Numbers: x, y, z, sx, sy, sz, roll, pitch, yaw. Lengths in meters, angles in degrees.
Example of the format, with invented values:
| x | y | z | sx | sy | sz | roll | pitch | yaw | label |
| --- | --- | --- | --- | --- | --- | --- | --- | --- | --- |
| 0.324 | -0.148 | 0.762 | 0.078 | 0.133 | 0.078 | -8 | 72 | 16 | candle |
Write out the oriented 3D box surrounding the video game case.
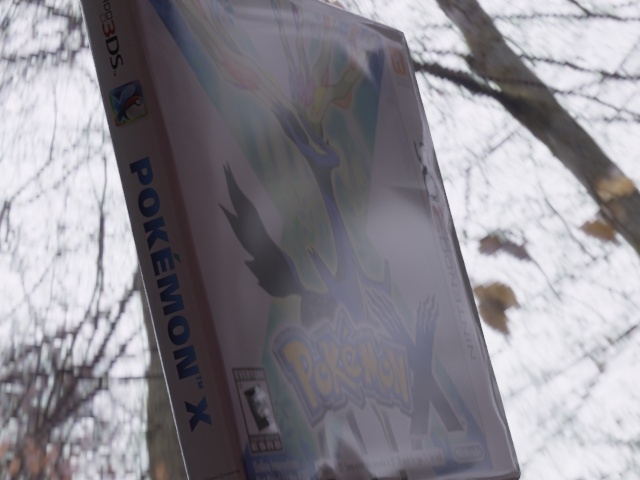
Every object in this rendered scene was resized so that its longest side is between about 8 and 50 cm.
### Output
| x | y | z | sx | sy | sz | roll | pitch | yaw | label |
| --- | --- | --- | --- | --- | --- | --- | --- | --- | --- |
| 0.000 | 0.000 | 0.975 | 0.036 | 0.329 | 0.300 | -20 | -103 | 26 | video game case |
